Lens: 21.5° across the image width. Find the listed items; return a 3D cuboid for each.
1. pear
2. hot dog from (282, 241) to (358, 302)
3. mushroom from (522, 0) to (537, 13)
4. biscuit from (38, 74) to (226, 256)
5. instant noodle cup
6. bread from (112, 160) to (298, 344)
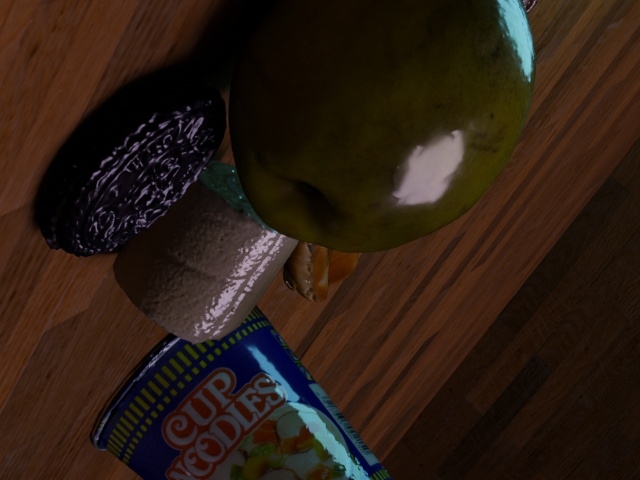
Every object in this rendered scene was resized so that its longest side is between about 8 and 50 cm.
[{"bbox_3d":[0.057,-0.133,1.440,0.307,0.253,0.253,-49,171,-36],"label":"pear"},{"bbox_3d":[0.000,0.000,2.026,0.109,0.072,0.269,-39,164,-20],"label":"hot dog"},{"bbox_3d":[0.204,-0.273,1.881,0.123,0.052,0.123,-49,165,-18],"label":"mushroom"},{"bbox_3d":[-0.154,-0.061,1.403,0.194,0.053,0.194,-42,166,-14],"label":"biscuit"},{"bbox_3d":[-0.073,0.263,2.050,0.284,0.312,0.284,-43,167,-12],"label":"instant noodle cup"},{"bbox_3d":[-0.103,0.004,1.579,0.141,0.134,0.148,-54,177,16],"label":"bread"}]
